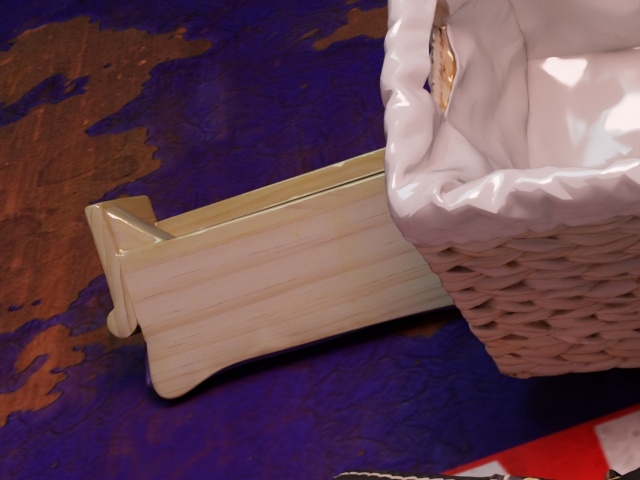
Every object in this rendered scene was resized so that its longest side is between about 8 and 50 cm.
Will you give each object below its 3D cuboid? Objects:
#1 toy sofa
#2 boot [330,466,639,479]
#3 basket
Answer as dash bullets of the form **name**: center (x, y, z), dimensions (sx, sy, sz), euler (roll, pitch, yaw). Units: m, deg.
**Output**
- **toy sofa**: center (0.000, 0.000, 1.382), dimensions (0.362, 0.177, 0.150), euler (-18, 2, 11)
- **boot**: center (0.199, 0.142, 0.932), dimensions (0.377, 0.138, 0.284), euler (6, 39, 38)
- **basket**: center (0.231, -0.103, 1.088), dimensions (0.331, 0.266, 0.328), euler (-8, 55, 16)
